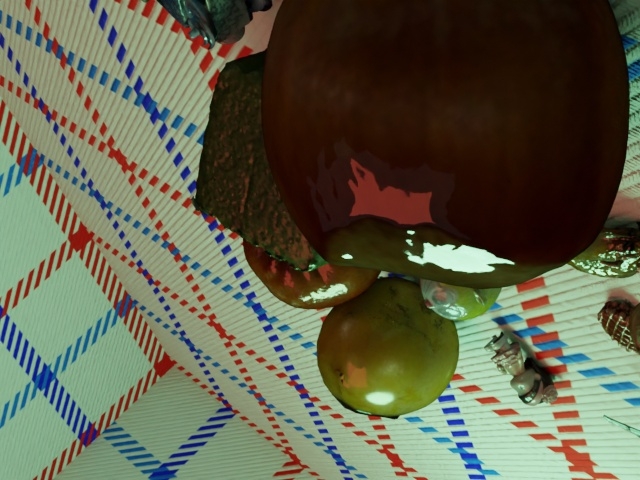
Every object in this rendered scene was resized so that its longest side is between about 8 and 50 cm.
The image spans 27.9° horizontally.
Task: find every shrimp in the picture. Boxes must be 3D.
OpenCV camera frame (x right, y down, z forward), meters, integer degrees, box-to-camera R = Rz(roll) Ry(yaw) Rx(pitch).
[{"bbox_3d":[0.339,0.012,1.506,0.101,0.042,0.190,29,165,-12],"label":"shrimp"}]

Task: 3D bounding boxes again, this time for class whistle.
[{"bbox_3d":[0.176,0.041,1.831,0.123,0.123,0.223,58,173,-32],"label":"whistle"}]

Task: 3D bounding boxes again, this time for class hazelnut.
[{"bbox_3d":[0.121,-0.125,1.252,0.366,0.366,0.366,41,161,17],"label":"hazelnut"}]

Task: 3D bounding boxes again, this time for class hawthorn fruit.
[{"bbox_3d":[0.000,0.000,2.008,0.224,0.224,0.261,43,-176,12],"label":"hawthorn fruit"}]

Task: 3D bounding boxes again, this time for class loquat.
[{"bbox_3d":[0.108,0.172,2.064,0.235,0.235,0.235,41,161,17],"label":"loquat"}]

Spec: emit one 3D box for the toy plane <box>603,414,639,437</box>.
[{"bbox_3d":[0.487,0.273,1.694,0.226,0.058,0.226,10,142,37],"label":"toy plane"}]

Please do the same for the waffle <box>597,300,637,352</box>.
[{"bbox_3d":[0.386,0.111,1.625,0.083,0.029,0.075,49,163,-15],"label":"waffle"}]

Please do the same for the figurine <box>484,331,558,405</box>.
[{"bbox_3d":[0.307,0.194,1.955,0.129,0.054,0.072,54,147,0],"label":"figurine"}]

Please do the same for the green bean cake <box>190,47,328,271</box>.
[{"bbox_3d":[-0.035,-0.114,1.775,0.247,0.156,0.250,30,122,27],"label":"green bean cake"}]

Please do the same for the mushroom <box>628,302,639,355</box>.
[{"bbox_3d":[0.416,0.083,1.391,0.247,0.108,0.096,150,114,-70],"label":"mushroom"}]

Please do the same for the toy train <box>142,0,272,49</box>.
[{"bbox_3d":[-0.173,-0.391,1.677,0.202,0.131,0.299,46,163,28],"label":"toy train"}]
